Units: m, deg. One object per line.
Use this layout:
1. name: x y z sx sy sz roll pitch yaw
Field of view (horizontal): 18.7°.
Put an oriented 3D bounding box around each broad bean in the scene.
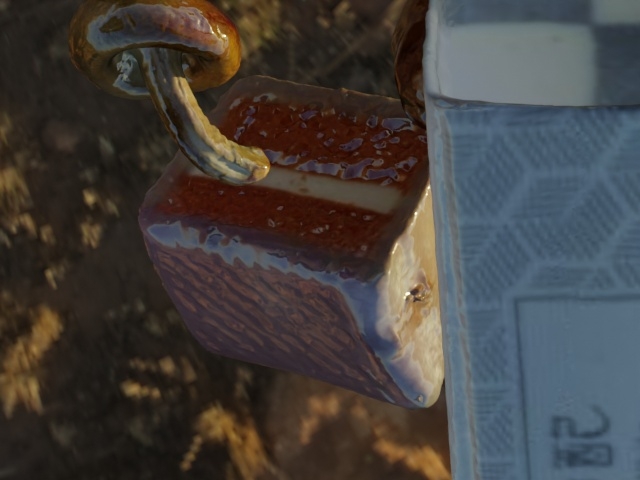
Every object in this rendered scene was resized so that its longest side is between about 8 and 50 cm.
1. broad bean: 0.145 -0.181 1.709 0.156 0.228 0.122 9 133 20

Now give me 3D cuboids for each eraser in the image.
1. eraser: 0.097 0.085 0.700 0.096 0.098 0.404 -2 130 8

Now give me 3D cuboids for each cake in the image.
1. cake: 0.000 0.000 1.968 0.237 0.309 0.230 -58 149 -30

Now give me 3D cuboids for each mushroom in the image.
1. mushroom: -0.071 -0.085 1.006 0.088 0.073 0.129 -28 113 39
